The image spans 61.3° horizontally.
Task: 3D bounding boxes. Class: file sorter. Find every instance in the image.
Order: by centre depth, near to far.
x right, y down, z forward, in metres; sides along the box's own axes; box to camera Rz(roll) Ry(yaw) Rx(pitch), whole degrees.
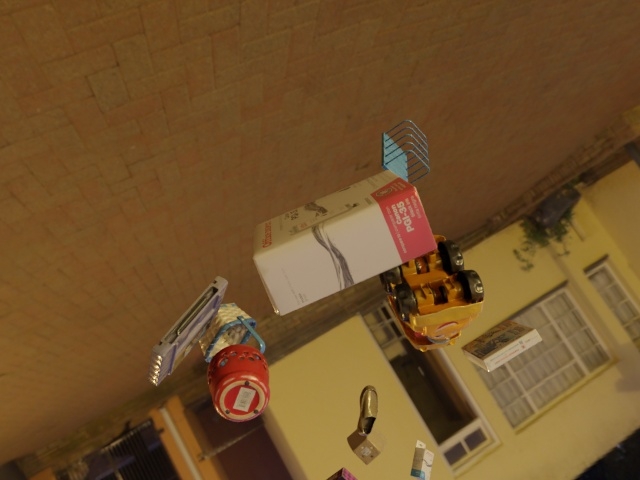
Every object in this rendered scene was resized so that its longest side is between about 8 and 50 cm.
[{"bbox_3d":[0.264,-0.270,1.662,0.105,0.118,0.170,-31,-145,31],"label":"file sorter"}]

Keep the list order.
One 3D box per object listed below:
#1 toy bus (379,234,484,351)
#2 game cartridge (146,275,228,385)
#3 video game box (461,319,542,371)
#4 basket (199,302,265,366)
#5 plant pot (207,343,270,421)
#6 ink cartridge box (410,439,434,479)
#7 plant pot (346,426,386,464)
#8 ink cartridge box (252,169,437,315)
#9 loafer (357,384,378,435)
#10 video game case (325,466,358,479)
[{"bbox_3d":[0.197,0.126,0.995,0.150,0.211,0.220,-10,-148,-5],"label":"toy bus"},{"bbox_3d":[-0.439,0.302,1.806,0.355,0.068,0.230,-53,169,-42],"label":"game cartridge"},{"bbox_3d":[0.554,0.322,1.674,0.187,0.048,0.205,-28,-179,-4],"label":"video game box"},{"bbox_3d":[-0.356,0.407,2.188,0.201,0.289,0.254,3,130,-49],"label":"basket"},{"bbox_3d":[-0.248,0.437,1.645,0.191,0.191,0.174,-31,-160,0],"label":"plant pot"},{"bbox_3d":[0.244,0.524,1.286,0.028,0.083,0.048,-5,146,38],"label":"ink cartridge box"},{"bbox_3d":[0.168,0.743,1.955,0.109,0.109,0.096,-45,-177,8],"label":"plant pot"},{"bbox_3d":[0.030,-0.005,0.943,0.283,0.117,0.207,-23,-163,1],"label":"ink cartridge box"},{"bbox_3d":[0.143,0.498,1.573,0.056,0.147,0.050,7,177,-16],"label":"loafer"},{"bbox_3d":[0.070,0.762,1.494,0.210,0.232,0.042,-44,-172,19],"label":"video game case"}]
